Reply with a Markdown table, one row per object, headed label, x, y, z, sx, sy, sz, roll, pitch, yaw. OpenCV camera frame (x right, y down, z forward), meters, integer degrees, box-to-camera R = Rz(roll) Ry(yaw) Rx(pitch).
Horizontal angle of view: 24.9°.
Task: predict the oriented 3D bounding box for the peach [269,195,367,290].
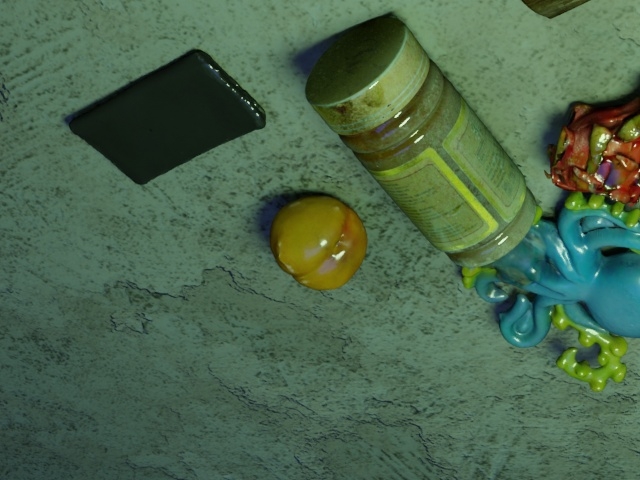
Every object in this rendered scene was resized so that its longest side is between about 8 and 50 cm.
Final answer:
| label | x | y | z | sx | sy | sz | roll | pitch | yaw |
| --- | --- | --- | --- | --- | --- | --- | --- | --- | --- |
| peach | 0.000 | 0.000 | 2.046 | 0.138 | 0.138 | 0.138 | 12 | 141 | 10 |

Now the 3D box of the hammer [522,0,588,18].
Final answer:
| label | x | y | z | sx | sy | sz | roll | pitch | yaw |
| --- | --- | --- | --- | --- | --- | --- | --- | --- | --- |
| hammer | 0.376 | -0.321 | 1.534 | 0.409 | 0.095 | 0.242 | -22 | 126 | 43 |

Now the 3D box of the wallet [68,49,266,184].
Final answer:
| label | x | y | z | sx | sy | sz | roll | pitch | yaw |
| --- | --- | --- | --- | --- | --- | --- | --- | --- | --- |
| wallet | -0.212 | -0.167 | 2.017 | 0.285 | 0.030 | 0.146 | -22 | 123 | 39 |

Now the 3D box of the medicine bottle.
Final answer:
| label | x | y | z | sx | sy | sz | roll | pitch | yaw |
| --- | --- | --- | --- | --- | --- | --- | --- | --- | --- |
| medicine bottle | 0.134 | -0.117 | 1.829 | 0.151 | 0.151 | 0.322 | -16 | 129 | 37 |

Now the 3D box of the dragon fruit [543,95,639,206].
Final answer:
| label | x | y | z | sx | sy | sz | roll | pitch | yaw |
| --- | --- | --- | --- | --- | --- | --- | --- | --- | --- |
| dragon fruit | 0.358 | -0.113 | 1.765 | 0.133 | 0.150 | 0.208 | 2 | 142 | -26 |

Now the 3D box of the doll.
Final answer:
| label | x | y | z | sx | sy | sz | roll | pitch | yaw |
| --- | --- | --- | --- | --- | --- | --- | --- | --- | --- |
| doll | 0.364 | 0.049 | 1.993 | 0.341 | 0.099 | 0.346 | 27 | 139 | 10 |
